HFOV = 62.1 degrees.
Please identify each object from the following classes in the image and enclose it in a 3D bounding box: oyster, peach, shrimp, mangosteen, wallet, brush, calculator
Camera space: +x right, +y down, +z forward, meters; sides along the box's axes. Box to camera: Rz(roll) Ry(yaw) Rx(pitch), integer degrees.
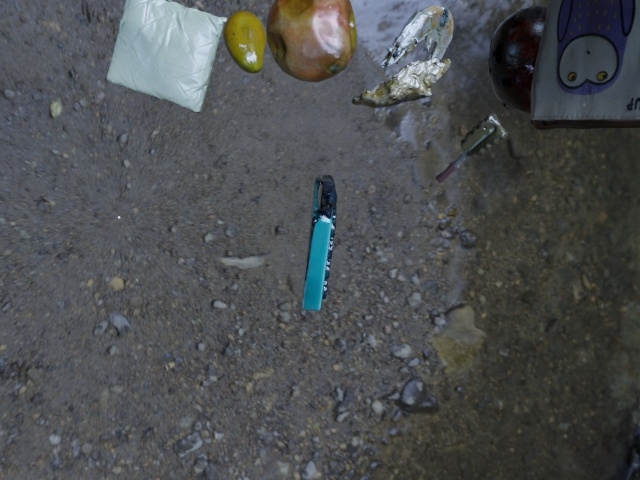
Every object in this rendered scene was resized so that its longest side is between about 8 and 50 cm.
[{"bbox_3d":[0.279,-0.519,1.801,0.342,0.166,0.110,-17,90,-4],"label":"oyster"},{"bbox_3d":[-0.010,-0.455,1.200,0.214,0.214,0.235,-3,58,-21],"label":"peach"},{"bbox_3d":[0.362,-0.711,1.954,0.360,0.085,0.246,-39,136,-15],"label":"shrimp"},{"bbox_3d":[0.455,-0.366,1.090,0.216,0.216,0.215,-1,93,-21],"label":"mangosteen"},{"bbox_3d":[0.423,-0.267,0.715,0.068,0.335,0.274,-2,103,-28],"label":"wallet"},{"bbox_3d":[0.438,-0.261,1.604,0.071,0.301,0.084,-23,76,-34],"label":"brush"},{"bbox_3d":[0.000,0.000,1.210,0.058,0.274,0.248,6,113,-1],"label":"calculator"}]

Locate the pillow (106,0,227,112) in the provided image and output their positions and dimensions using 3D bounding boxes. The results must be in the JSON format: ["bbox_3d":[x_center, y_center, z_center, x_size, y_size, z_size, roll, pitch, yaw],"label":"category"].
[{"bbox_3d":[-0.432,-0.533,1.494,0.281,0.076,0.274,18,100,-4],"label":"pillow"}]

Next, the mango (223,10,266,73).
[{"bbox_3d":[-0.233,-0.620,1.653,0.136,0.099,0.227,0,66,-24],"label":"mango"}]
